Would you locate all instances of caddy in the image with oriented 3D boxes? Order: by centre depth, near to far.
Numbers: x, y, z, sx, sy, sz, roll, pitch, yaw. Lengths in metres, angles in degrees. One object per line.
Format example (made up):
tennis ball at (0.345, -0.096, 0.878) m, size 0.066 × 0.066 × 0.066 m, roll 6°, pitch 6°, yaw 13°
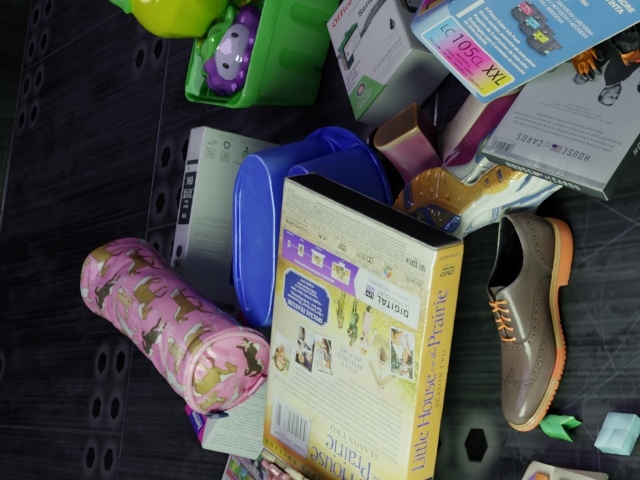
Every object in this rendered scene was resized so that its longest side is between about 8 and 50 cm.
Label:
caddy at (0.000, 0.000, 1.960) m, size 0.241 × 0.179 × 0.342 m, roll 19°, pitch 113°, yaw 49°

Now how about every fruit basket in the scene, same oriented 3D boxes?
fruit basket at (-0.174, -0.417, 2.213) m, size 0.283 × 0.392 × 0.392 m, roll 18°, pitch 96°, yaw 59°

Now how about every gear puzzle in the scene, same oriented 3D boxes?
gear puzzle at (0.057, 0.403, 1.728) m, size 0.339 × 0.175 × 0.044 m, roll 28°, pitch 75°, yaw 37°

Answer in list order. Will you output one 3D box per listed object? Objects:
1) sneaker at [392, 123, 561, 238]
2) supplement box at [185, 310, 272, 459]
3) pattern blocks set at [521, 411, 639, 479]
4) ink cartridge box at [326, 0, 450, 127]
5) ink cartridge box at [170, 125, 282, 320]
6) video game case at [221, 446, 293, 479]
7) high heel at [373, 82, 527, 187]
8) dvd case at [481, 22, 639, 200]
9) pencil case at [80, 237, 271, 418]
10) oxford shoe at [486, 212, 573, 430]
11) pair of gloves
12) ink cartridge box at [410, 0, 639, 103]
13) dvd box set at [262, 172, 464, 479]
sneaker at (0.215, -0.050, 1.670) m, size 0.296 × 0.131 × 0.112 m, roll -30°, pitch 54°, yaw 42°
supplement box at (-0.114, 0.234, 2.118) m, size 0.220 × 0.113 × 0.111 m, roll -61°, pitch 34°, yaw 18°
pattern blocks set at (0.245, 0.338, 1.478) m, size 0.285 × 0.026 × 0.325 m, roll -19°, pitch 40°, yaw 52°
ink cartridge box at (0.104, -0.303, 1.979) m, size 0.160 × 0.092 × 0.219 m, roll -51°, pitch 41°, yaw 37°
ink cartridge box at (-0.168, -0.021, 2.261) m, size 0.065 × 0.165 × 0.333 m, roll -3°, pitch 77°, yaw 56°
video game case at (-0.111, 0.421, 2.159) m, size 0.201 × 0.023 × 0.184 m, roll 35°, pitch 110°, yaw 58°
high heel at (0.266, -0.157, 1.712) m, size 0.377 × 0.181 × 0.127 m, roll -23°, pitch 38°, yaw 33°
dvd case at (0.321, -0.170, 1.507) m, size 0.179 × 0.029 × 0.239 m, roll 24°, pitch 75°, yaw 43°
pencil case at (-0.236, 0.128, 2.052) m, size 0.386 × 0.160 × 0.167 m, roll 34°, pitch 132°, yaw 45°
oxford shoe at (0.243, 0.099, 1.610) m, size 0.097 × 0.098 × 0.272 m, roll -12°, pitch 69°, yaw 57°
pair of gloves at (0.333, -0.224, 1.510) m, size 0.083 × 0.010 × 0.074 m, roll -20°, pitch 49°, yaw 20°
ink cartridge box at (0.317, -0.362, 1.498) m, size 0.395 × 0.151 × 0.270 m, roll -24°, pitch 33°, yaw 49°
dvd box set at (0.047, 0.151, 1.746) m, size 0.307 × 0.062 × 0.421 m, roll 26°, pitch 119°, yaw 46°
